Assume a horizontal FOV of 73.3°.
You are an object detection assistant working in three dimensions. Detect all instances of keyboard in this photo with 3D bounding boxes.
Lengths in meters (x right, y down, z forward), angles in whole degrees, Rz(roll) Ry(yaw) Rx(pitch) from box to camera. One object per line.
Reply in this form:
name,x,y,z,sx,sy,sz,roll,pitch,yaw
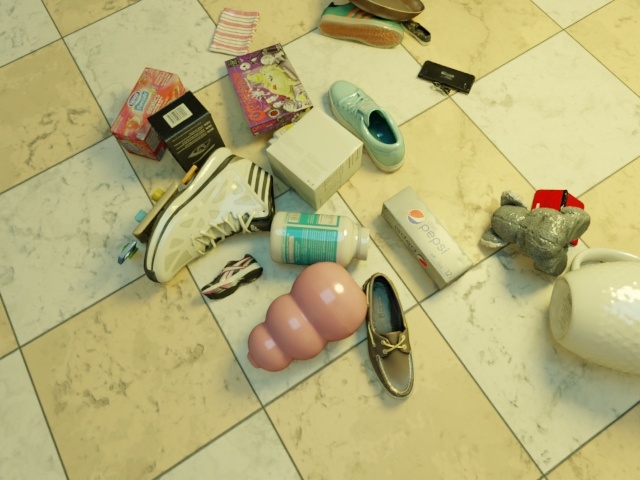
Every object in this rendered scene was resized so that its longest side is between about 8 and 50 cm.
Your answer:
keyboard,0.416,-0.534,1.432,0.180,0.023,0.108,23,66,11

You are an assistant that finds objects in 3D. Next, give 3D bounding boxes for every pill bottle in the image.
pill bottle,0.000,0.000,1.189,0.264,0.146,0.146,5,70,5
pill bottle,-0.109,-0.329,1.357,0.116,0.065,0.065,-43,74,-12

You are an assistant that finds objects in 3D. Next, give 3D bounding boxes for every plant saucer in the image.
plant saucer,0.205,-0.831,1.475,0.310,0.050,0.311,12,45,-12

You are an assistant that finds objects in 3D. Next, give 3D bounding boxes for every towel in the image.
towel,-0.307,-0.748,1.538,0.144,0.029,0.197,10,71,7

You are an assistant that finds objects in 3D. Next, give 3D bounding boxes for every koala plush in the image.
koala plush,0.557,-0.032,1.157,0.221,0.203,0.196,34,110,40

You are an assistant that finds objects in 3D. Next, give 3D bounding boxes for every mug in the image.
mug,0.757,0.152,1.058,0.327,0.276,0.374,5,41,11

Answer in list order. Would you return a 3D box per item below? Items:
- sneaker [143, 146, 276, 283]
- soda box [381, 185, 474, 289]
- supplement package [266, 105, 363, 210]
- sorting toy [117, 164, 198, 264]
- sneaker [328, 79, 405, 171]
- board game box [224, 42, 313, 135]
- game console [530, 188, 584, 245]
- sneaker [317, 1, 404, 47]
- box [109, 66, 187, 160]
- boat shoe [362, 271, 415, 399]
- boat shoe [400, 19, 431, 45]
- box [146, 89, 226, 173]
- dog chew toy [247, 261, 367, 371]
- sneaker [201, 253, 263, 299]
sneaker,-0.280,-0.046,1.206,0.257,0.169,0.448,24,70,13
soda box,0.293,-0.009,1.208,0.098,0.091,0.286,-33,72,-8
supplement package,-0.014,-0.240,1.275,0.194,0.149,0.203,42,77,16
sorting toy,-0.471,-0.085,1.220,0.047,0.196,0.348,37,74,-11
sneaker,0.148,-0.389,1.322,0.135,0.150,0.366,-34,72,-10
board game box,-0.172,-0.500,1.398,0.208,0.056,0.347,-23,59,-2
game console,0.687,-0.068,1.253,0.124,0.085,0.144,7,66,38
sneaker,0.148,-0.758,1.478,0.302,0.108,0.121,16,76,10
box,-0.535,-0.402,1.370,0.122,0.128,0.257,17,72,8
boat shoe,0.177,0.243,1.118,0.116,0.097,0.325,-9,70,-1
boat shoe,0.335,-0.739,1.498,0.049,0.040,0.142,-38,73,-10
box,-0.392,-0.314,1.289,0.153,0.207,0.108,-38,72,-12
dog chew toy,-0.044,0.206,1.097,0.331,0.206,0.207,-38,73,-2
sneaker,-0.255,0.100,1.215,0.178,0.072,0.077,-26,59,-15
